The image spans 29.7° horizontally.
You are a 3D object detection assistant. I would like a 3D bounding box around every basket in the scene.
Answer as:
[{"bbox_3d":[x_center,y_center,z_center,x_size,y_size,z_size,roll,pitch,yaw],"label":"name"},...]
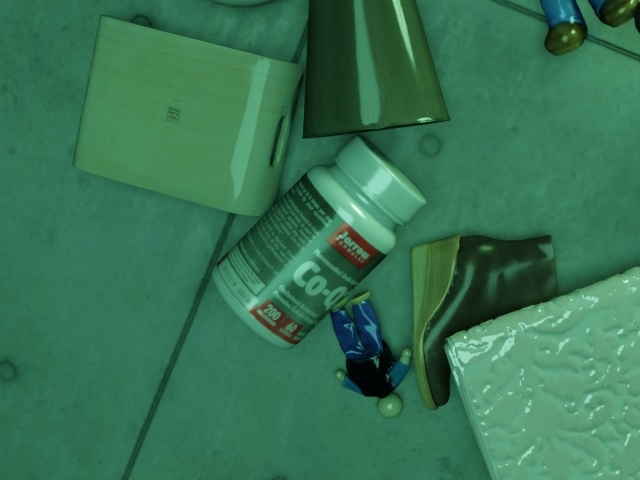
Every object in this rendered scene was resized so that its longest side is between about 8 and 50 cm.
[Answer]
[{"bbox_3d":[0.061,-0.261,1.633,0.204,0.154,0.227,-8,93,0],"label":"basket"}]

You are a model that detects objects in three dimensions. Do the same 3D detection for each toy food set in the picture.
[{"bbox_3d":[-0.193,-0.176,1.703,0.306,0.092,0.219,15,100,11],"label":"toy food set"}]

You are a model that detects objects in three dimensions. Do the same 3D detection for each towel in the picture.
[{"bbox_3d":[0.371,0.222,1.678,0.332,0.053,0.317,-20,102,-4],"label":"towel"}]

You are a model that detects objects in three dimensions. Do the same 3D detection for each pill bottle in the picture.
[{"bbox_3d":[0.000,0.000,1.663,0.161,0.161,0.283,45,99,-2],"label":"pill bottle"}]

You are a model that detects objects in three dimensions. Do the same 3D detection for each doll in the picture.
[{"bbox_3d":[0.075,0.169,1.735,0.129,0.046,0.189,-16,99,27],"label":"doll"}]

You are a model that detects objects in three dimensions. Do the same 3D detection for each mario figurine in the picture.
[{"bbox_3d":[0.285,-0.403,1.576,0.198,0.170,0.320,-35,100,-17],"label":"mario figurine"}]

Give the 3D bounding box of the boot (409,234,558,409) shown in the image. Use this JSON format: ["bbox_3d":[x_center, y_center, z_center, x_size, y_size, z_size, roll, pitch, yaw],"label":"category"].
[{"bbox_3d":[0.232,0.115,1.694,0.207,0.090,0.248,-2,94,7],"label":"boot"}]

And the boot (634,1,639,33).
[{"bbox_3d":[0.606,-0.283,1.552,0.348,0.131,0.260,-32,112,9],"label":"boot"}]

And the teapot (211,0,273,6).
[{"bbox_3d":[-0.106,-0.432,1.602,0.252,0.187,0.256,30,98,0],"label":"teapot"}]
